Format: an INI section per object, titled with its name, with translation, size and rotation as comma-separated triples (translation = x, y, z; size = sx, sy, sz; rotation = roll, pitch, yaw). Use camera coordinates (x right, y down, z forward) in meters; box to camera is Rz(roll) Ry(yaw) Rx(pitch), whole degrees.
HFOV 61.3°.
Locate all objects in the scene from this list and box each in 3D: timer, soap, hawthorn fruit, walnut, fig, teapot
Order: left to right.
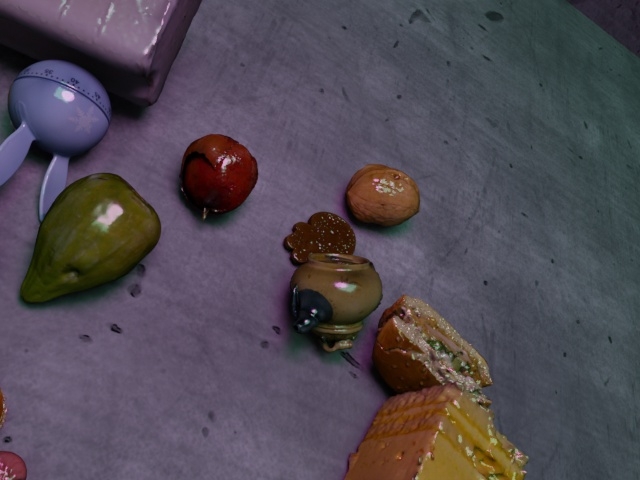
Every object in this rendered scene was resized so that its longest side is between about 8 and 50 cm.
[timer]
translation = -0.465, -0.182, 0.907
size = 0.175, 0.175, 0.255
rotation = 35, 81, -11
[soap]
translation = -0.428, -0.484, 0.931
size = 0.436, 0.213, 0.350
rotation = 26, 78, -9
[fig]
translation = -0.361, -0.010, 0.851
size = 0.167, 0.167, 0.233
rotation = 44, 44, -4
[hawthorn fruit]
translation = -0.198, -0.115, 1.024
size = 0.148, 0.148, 0.171
rotation = 24, 74, -19
[teapot]
translation = 0.036, 0.120, 1.041
size = 0.270, 0.173, 0.182
rotation = -7, 103, -56
[walnut]
translation = 0.144, -0.101, 1.224
size = 0.180, 0.144, 0.144
rotation = 15, 58, -14

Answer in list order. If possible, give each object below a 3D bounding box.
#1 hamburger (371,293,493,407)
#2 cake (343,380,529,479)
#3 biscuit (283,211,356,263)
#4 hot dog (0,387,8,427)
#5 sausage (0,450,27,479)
[hamburger]
translation = 0.205, 0.249, 1.063
size = 0.283, 0.157, 0.144
rotation = 43, 32, -11
[cake]
translation = 0.183, 0.425, 0.908
size = 0.222, 0.227, 0.286
rotation = 44, 51, -5
[biscuit]
translation = 0.000, 0.000, 1.149
size = 0.175, 0.026, 0.124
rotation = -17, 74, -37
[hot dog]
translation = -0.495, 0.191, 0.730
size = 0.099, 0.053, 0.192
rotation = -25, 77, -34
[sausage]
translation = -0.403, 0.296, 0.665
size = 0.062, 0.154, 0.062
rotation = 18, 57, -29
